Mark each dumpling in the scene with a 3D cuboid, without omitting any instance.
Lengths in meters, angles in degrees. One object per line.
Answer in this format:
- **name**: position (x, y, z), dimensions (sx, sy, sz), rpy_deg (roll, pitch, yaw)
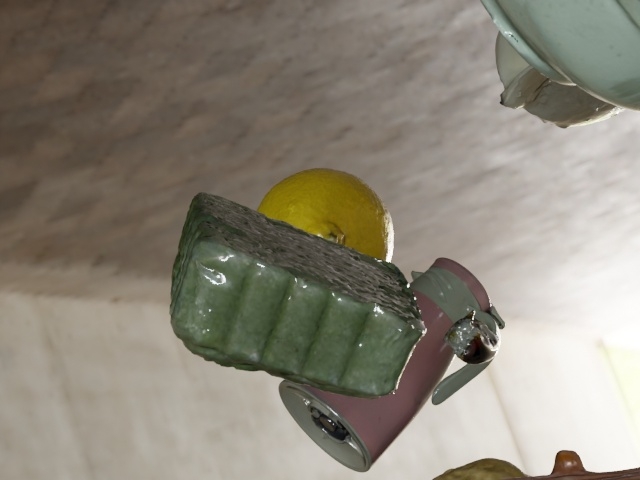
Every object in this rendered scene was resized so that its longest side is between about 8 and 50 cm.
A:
- **dumpling**: position (0.298, -0.212, 1.716), dimensions (0.175, 0.243, 0.227), rpy_deg (37, 126, -23)

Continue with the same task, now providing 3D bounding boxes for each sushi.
- **sushi**: position (0.160, 0.100, 1.646), dimensions (0.044, 0.046, 0.083), rpy_deg (-52, 163, 16)

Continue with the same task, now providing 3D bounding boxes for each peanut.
- **peanut**: position (0.235, 0.326, 2.020), dimensions (0.226, 0.108, 0.095), rpy_deg (3, -175, 14)

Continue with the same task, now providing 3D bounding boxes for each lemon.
- **lemon**: position (0.000, 0.000, 2.043), dimensions (0.187, 0.186, 0.244), rpy_deg (-21, 179, 6)

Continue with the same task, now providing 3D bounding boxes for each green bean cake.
- **green bean cake**: position (-0.022, 0.045, 1.253), dimensions (0.185, 0.094, 0.183), rpy_deg (16, -168, -10)

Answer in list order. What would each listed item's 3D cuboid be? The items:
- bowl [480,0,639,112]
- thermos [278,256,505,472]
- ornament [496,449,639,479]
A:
- **bowl**: position (0.198, -0.215, 1.094), dimensions (0.163, 0.307, 0.307), rpy_deg (-30, 166, 32)
- **thermos**: position (0.100, 0.140, 1.935), dimensions (0.265, 0.176, 0.146), rpy_deg (-43, 138, -19)
- **ornament**: position (0.231, 0.295, 1.365), dimensions (0.218, 0.235, 0.221), rpy_deg (-4, -165, 11)
